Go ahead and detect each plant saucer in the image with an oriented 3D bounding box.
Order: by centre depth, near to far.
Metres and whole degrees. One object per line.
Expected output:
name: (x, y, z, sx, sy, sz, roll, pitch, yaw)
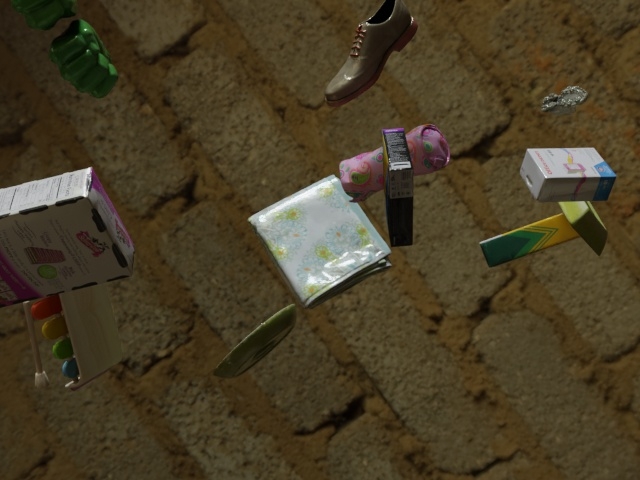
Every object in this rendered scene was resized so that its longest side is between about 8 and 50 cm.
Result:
plant saucer: (0.551, -0.080, 1.470, 0.188, 0.045, 0.188, 30, 34, -45)
plant saucer: (-0.136, 0.235, 1.529, 0.037, 0.241, 0.241, 48, -1, 9)

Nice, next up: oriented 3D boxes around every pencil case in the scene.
pencil case: (0.174, -0.183, 1.668, 0.124, 0.284, 0.124, 21, 60, -41)

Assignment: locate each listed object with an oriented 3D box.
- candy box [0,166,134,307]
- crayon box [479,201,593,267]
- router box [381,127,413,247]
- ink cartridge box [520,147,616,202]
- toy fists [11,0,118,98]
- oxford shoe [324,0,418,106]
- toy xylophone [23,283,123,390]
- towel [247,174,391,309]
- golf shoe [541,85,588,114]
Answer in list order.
candy box: (-0.399, 0.002, 0.949, 0.071, 0.234, 0.159, -101, 178, -46)
crayon box: (0.636, -0.011, 1.965, 0.203, 0.323, 0.083, 4, 66, -70)
router box: (0.142, -0.097, 1.262, 0.133, 0.046, 0.178, -92, 177, -49)
ink cartridge box: (0.403, -0.108, 1.120, 0.088, 0.123, 0.052, -102, -169, -49)
toy fists: (-0.457, -0.381, 1.210, 0.142, 0.096, 0.279, -106, 170, -59)
oxford shoe: (0.112, -0.509, 1.820, 0.123, 0.348, 0.130, 24, -19, 46)
toy xylophone: (-0.532, 0.171, 1.443, 0.236, 0.081, 0.322, -17, 107, -55)
towel: (0.000, 0.000, 2.100, 0.374, 0.321, 0.090, 56, -17, 25)
golf shoe: (0.774, -0.428, 2.116, 0.086, 0.069, 0.176, 19, -6, -23)
